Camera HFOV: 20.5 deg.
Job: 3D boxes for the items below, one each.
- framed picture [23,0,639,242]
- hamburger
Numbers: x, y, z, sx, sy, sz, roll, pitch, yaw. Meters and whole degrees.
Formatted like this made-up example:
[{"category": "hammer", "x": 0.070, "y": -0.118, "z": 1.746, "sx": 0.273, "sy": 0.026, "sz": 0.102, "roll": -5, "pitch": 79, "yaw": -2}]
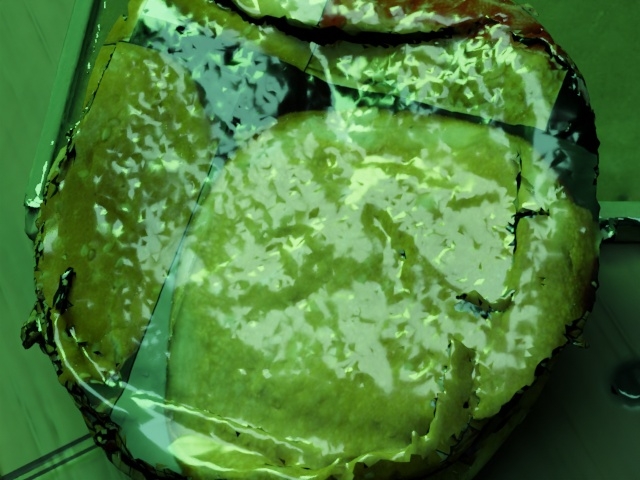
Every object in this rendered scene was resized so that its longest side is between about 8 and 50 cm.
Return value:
[{"category": "framed picture", "x": 0.036, "y": -0.099, "z": 0.787, "sx": 0.315, "sy": 0.024, "sz": 0.232, "roll": 1, "pitch": 59, "yaw": 14}, {"category": "hamburger", "x": 0.000, "y": 0.000, "z": 0.667, "sx": 0.231, "sy": 0.107, "sz": 0.231, "roll": -3, "pitch": 75, "yaw": 10}]
